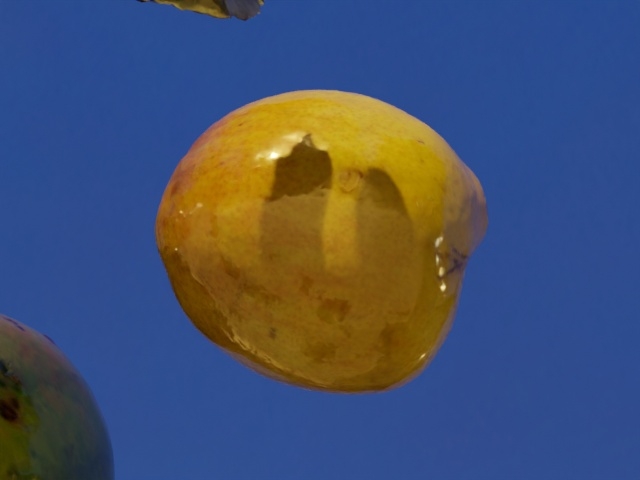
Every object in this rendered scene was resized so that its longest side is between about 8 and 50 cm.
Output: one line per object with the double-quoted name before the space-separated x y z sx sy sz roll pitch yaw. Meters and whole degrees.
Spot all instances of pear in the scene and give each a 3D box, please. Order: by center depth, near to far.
"pear" 0.000 0.000 1.149 0.200 0.200 0.200 2 -55 3

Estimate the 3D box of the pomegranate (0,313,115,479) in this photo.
"pomegranate" -0.264 0.211 1.272 0.216 0.310 0.358 -1 -78 41

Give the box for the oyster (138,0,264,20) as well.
"oyster" -0.105 -0.246 0.941 0.158 0.162 0.351 -34 -54 9
